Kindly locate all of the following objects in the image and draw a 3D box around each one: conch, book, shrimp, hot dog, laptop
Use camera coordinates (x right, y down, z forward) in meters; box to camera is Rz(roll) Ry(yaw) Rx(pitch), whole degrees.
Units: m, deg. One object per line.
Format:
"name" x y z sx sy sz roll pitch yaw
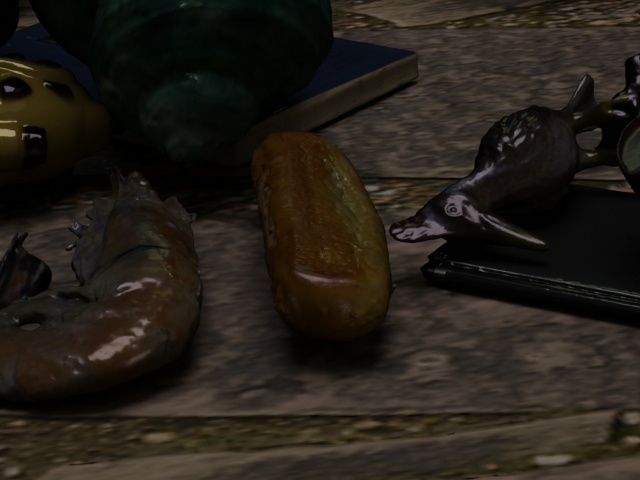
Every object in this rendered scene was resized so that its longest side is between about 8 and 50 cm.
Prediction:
"conch" -0.088 -0.131 1.106 0.196 0.134 0.202 12 29 -37
"book" -0.099 -0.108 1.276 0.269 0.025 0.191 14 27 35
"shrimp" -0.119 0.018 0.961 0.126 0.047 0.223 -14 24 1
"hot dog" 0.000 0.000 0.979 0.066 0.047 0.216 8 21 -11
"laptop" 0.156 0.007 0.981 0.180 0.016 0.129 12 27 30

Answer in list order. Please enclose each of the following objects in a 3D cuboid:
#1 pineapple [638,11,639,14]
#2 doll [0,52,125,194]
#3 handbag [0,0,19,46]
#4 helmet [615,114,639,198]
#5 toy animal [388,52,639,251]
"pineapple" 0.353 -0.201 1.288 0.175 0.175 0.361 13 36 33
"doll" -0.253 -0.049 1.079 0.291 0.086 0.117 -11 17 -24
"handbag" -0.314 -0.139 1.174 0.254 0.093 0.308 -1 10 30
"helmet" 0.201 -0.019 0.925 0.098 0.070 0.123 -30 28 -30
"toy animal" 0.112 -0.039 1.020 0.202 0.070 0.105 -31 25 -35
